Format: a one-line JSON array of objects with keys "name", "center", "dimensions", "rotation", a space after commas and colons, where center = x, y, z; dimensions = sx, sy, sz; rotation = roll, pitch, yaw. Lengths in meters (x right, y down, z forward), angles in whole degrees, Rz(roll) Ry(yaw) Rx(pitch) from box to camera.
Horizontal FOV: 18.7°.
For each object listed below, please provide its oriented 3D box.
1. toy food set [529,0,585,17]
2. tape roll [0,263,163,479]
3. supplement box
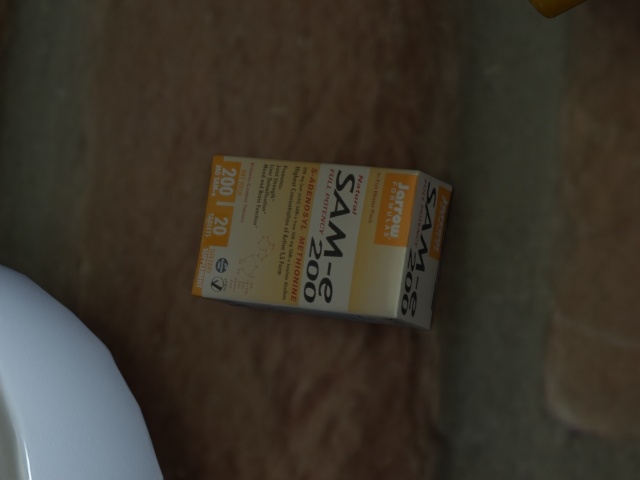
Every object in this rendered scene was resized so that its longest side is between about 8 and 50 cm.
[{"name": "toy food set", "center": [0.098, -0.201, 0.751], "dimensions": [0.104, 0.111, 0.232], "rotation": [-28, 65, 21]}, {"name": "tape roll", "center": [-0.205, 0.133, 0.802], "dimensions": [0.286, 0.100, 0.286], "rotation": [-6, 76, 27]}, {"name": "supplement box", "center": [0.000, 0.000, 0.805], "dimensions": [0.098, 0.036, 0.062], "rotation": [5, 82, 28]}]
